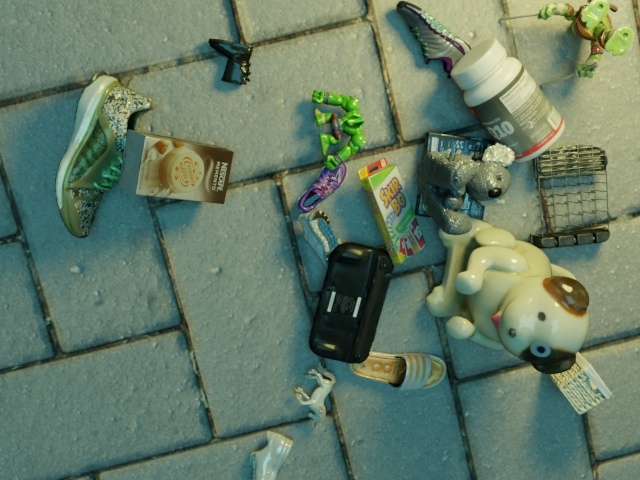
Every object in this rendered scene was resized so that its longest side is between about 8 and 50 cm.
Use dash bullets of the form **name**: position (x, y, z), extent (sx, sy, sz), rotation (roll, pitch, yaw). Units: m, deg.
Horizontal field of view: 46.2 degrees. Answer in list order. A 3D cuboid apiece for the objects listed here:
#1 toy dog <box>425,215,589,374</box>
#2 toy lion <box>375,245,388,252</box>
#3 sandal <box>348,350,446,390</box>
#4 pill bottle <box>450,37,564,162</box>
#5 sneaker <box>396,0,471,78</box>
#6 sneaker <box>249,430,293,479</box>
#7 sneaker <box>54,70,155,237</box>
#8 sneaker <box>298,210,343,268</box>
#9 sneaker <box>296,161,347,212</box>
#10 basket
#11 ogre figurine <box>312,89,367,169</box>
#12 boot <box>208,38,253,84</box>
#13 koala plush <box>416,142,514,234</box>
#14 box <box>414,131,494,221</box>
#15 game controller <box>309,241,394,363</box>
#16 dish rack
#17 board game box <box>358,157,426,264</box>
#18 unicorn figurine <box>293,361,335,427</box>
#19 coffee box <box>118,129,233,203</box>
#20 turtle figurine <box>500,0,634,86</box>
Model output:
- **toy dog**: position (0.476, 0.156, 1.810), extent (0.395, 0.408, 0.284), rotation (12, 107, -16)
- **toy lion**: position (0.153, 0.065, 1.980), extent (0.096, 0.034, 0.100), rotation (-7, 99, -10)
- **sandal**: position (0.207, 0.354, 1.999), extent (0.265, 0.076, 0.102), rotation (5, 98, -4)
- **pill bottle**: position (0.457, -0.345, 1.853), extent (0.161, 0.161, 0.283), rotation (-43, 107, 3)
- **sneaker**: position (0.267, -0.503, 1.879), extent (0.224, 0.083, 0.098), rotation (34, 100, -8)
- **sneaker**: position (-0.158, 0.613, 2.023), extent (0.094, 0.080, 0.212), rotation (28, 89, 5)
- **sneaker**: position (-0.512, -0.193, 1.820), extent (0.182, 0.158, 0.410), rotation (17, 98, 7)
- **sneaker**: position (0.000, 0.000, 1.947), extent (0.071, 0.083, 0.190), rotation (-42, 122, -32)
- **sneaker**: position (0.009, -0.134, 1.919), extent (0.068, 0.071, 0.170), rotation (39, 93, -8)
- **basket**: position (0.675, 0.368, 1.988), extent (0.103, 0.167, 0.113), rotation (-37, 99, 7)
- **ogre figurine**: position (0.050, -0.284, 1.884), extent (0.118, 0.097, 0.197), rotation (-10, 71, 1)
- **boot**: position (-0.227, -0.445, 1.874), extent (0.121, 0.045, 0.099), rotation (12, 100, -6)
- **koala plush**: position (0.371, -0.146, 1.846), extent (0.221, 0.203, 0.196), rotation (-11, 122, -17)
- **box**: position (0.347, -0.162, 1.946), extent (0.175, 0.051, 0.220), rotation (5, 98, -5)
- **game controller**: position (0.079, 0.165, 1.944), extent (0.166, 0.067, 0.319), rotation (15, 101, -1)
- **dish rack**: position (0.653, -0.114, 1.965), extent (0.208, 0.074, 0.271), rotation (-6, 97, -4)
- **board game box**: position (0.185, -0.079, 1.921), extent (0.124, 0.039, 0.259), rotation (-30, 100, -44)
- **unicorn figurine**: position (-0.014, 0.417, 2.002), extent (0.111, 0.060, 0.162), rotation (34, 95, -7)
- **coffee box**: position (-0.346, -0.175, 1.814), extent (0.246, 0.098, 0.141), rotation (4, 102, -42)
- **turtle figurine**: position (0.612, -0.480, 1.813), extent (0.275, 0.266, 0.198), rotation (-11, 101, 1)
